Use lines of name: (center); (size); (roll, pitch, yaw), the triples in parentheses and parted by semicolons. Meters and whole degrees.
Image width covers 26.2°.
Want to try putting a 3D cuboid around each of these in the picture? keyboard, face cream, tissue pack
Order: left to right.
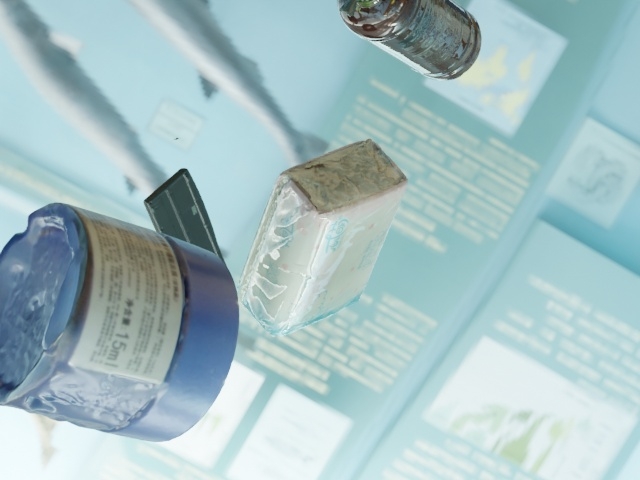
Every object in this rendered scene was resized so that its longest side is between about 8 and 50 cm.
face cream: (-0.255, 0.096, 1.614); (0.225, 0.249, 0.249); (23, -170, -38)
keyboard: (-0.224, -0.032, 2.214); (0.041, 0.103, 0.381); (33, 153, 29)
tissue pack: (0.002, -0.001, 2.051); (0.201, 0.271, 0.124); (-25, -122, -39)

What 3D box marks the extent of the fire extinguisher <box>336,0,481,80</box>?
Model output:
fire extinguisher: (0.113, -0.313, 1.847); (0.114, 0.135, 0.337); (31, -172, 26)
